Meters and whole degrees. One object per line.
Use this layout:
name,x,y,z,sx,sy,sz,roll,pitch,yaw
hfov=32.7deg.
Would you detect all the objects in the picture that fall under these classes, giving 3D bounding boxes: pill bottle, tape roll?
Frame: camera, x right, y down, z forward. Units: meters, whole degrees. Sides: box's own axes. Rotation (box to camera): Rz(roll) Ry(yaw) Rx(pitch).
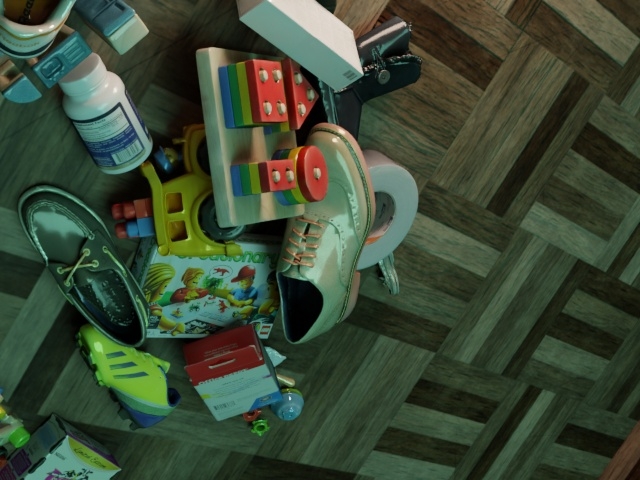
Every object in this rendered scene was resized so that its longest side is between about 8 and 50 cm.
pill bottle,-0.318,-0.187,1.594,0.094,0.094,0.169,-35,134,-14
tape roll,0.073,-0.056,2.013,0.219,0.072,0.219,-20,129,-26

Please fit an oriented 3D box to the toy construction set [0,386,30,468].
toy construction set,-0.595,0.341,1.692,0.327,0.151,0.215,-33,166,0

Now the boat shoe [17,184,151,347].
boat shoe,-0.359,0.044,1.695,0.109,0.091,0.305,-31,124,1

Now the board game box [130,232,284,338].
board game box,-0.192,0.077,1.907,0.305,0.053,0.193,4,115,-40

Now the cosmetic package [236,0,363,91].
cosmetic package,-0.033,-0.327,1.665,0.060,0.099,0.239,-28,143,28

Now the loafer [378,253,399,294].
loafer,0.127,0.057,2.161,0.039,0.045,0.125,-17,123,-7

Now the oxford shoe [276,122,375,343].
oxford shoe,0.000,0.000,1.848,0.146,0.140,0.397,-41,138,-51

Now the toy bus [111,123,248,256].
toy bus,-0.224,-0.076,1.713,0.211,0.149,0.220,-6,94,-7

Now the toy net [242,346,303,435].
toy net,-0.109,0.281,2.128,0.122,0.045,0.232,-18,129,-2

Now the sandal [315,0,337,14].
sandal,-0.037,-0.450,1.649,0.120,0.086,0.303,-7,146,-3

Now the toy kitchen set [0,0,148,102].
toy kitchen set,-0.372,-0.291,1.459,0.207,0.122,0.166,-42,136,-7

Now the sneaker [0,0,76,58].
sneaker,-0.335,-0.385,1.355,0.126,0.127,0.321,11,91,-19

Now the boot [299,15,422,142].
boot,0.083,-0.242,1.875,0.207,0.094,0.247,-25,125,-18

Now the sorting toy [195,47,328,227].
sorting toy,-0.073,-0.160,1.656,0.255,0.089,0.257,-13,96,-66

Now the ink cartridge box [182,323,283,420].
ink cartridge box,-0.160,0.229,1.955,0.134,0.078,0.231,-18,146,0

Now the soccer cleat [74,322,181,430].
soccer cleat,-0.325,0.217,1.867,0.121,0.093,0.289,-31,139,-9

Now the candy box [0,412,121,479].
candy box,-0.487,0.434,1.906,0.233,0.071,0.159,-46,136,-4
